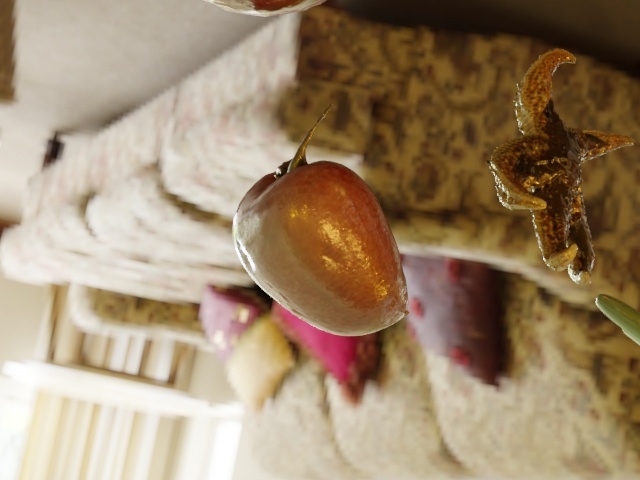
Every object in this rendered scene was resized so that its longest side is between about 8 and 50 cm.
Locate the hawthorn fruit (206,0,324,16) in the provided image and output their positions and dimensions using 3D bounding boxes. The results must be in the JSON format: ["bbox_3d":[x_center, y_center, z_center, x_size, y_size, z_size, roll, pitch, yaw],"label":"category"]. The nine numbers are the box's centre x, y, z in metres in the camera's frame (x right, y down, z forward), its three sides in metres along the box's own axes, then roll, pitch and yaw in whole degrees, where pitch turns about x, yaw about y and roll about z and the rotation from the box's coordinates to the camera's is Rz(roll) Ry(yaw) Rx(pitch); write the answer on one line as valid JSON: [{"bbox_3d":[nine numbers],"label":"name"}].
[{"bbox_3d":[-0.024,-0.271,0.893,0.299,0.275,0.275,-35,160,2],"label":"hawthorn fruit"}]

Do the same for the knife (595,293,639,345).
[{"bbox_3d":[0.305,0.125,1.166,0.293,0.020,0.043,40,169,31],"label":"knife"}]

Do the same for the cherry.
[{"bbox_3d":[-0.002,0.001,1.026,0.087,0.126,0.106,-27,162,-19],"label":"cherry"}]

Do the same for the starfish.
[{"bbox_3d":[0.230,-0.072,1.598,0.071,0.238,0.216,-12,166,33],"label":"starfish"}]
